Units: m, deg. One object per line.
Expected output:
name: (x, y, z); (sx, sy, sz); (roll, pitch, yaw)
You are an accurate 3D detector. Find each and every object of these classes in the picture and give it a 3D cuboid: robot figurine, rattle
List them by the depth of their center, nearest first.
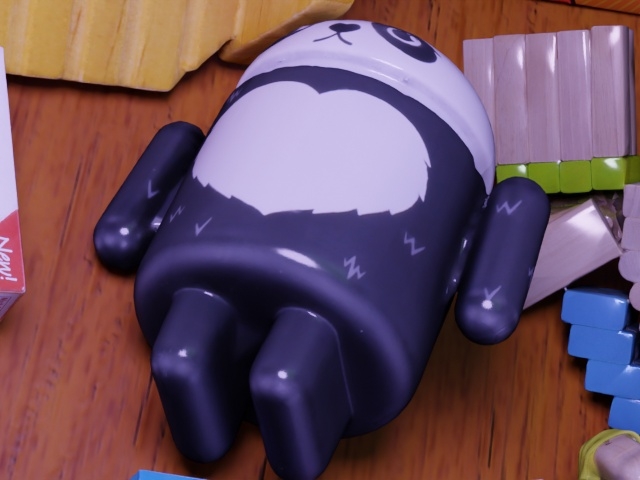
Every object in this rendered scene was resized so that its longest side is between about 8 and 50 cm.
robot figurine: (-0.002, -0.002, 1.111); (0.209, 0.173, 0.278); (34, 53, -12)
rattle: (0.180, 0.225, 1.156); (0.142, 0.130, 0.200); (-30, 107, -27)

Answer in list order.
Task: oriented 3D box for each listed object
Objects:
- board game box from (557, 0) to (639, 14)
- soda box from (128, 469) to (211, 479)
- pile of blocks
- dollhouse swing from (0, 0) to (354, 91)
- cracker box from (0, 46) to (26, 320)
board game box: (0.325, -0.400, 1.404); (0.356, 0.356, 0.356); (4, 61, -28)
soda box: (-0.016, 0.182, 1.065); (0.210, 0.071, 0.067); (12, 59, -23)
pile of blocks: (0.206, 0.021, 1.274); (0.362, 0.149, 0.112); (64, 20, 6)
dollhouse swing: (-0.091, -0.226, 1.016); (0.347, 0.305, 0.315); (4, 99, -33)
cracker box: (-0.281, -0.036, 1.041); (0.232, 0.067, 0.156); (4, 63, -28)
